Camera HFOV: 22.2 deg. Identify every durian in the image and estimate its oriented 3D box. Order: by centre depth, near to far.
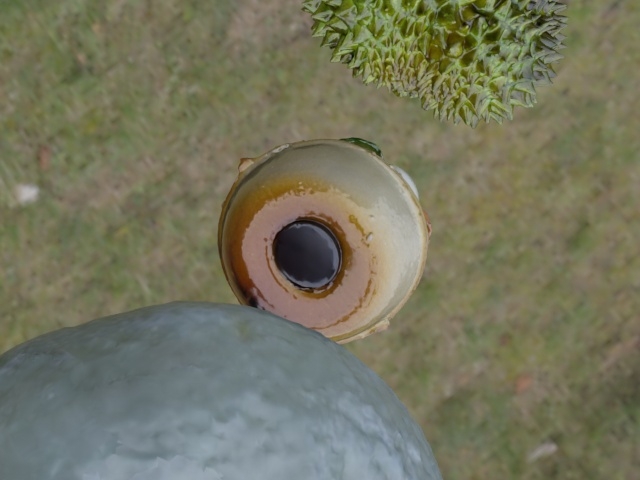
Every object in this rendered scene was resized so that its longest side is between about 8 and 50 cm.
[{"bbox_3d":[0.100,-0.242,1.530,0.224,0.291,0.291,-19,149,19],"label":"durian"}]

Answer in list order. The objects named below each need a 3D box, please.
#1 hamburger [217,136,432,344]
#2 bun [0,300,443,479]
[{"bbox_3d":[0.001,0.004,1.689,0.237,0.237,0.147,-54,175,21],"label":"hamburger"},{"bbox_3d":[-0.080,0.202,0.790,0.361,0.211,0.362,-14,130,-16],"label":"bun"}]
